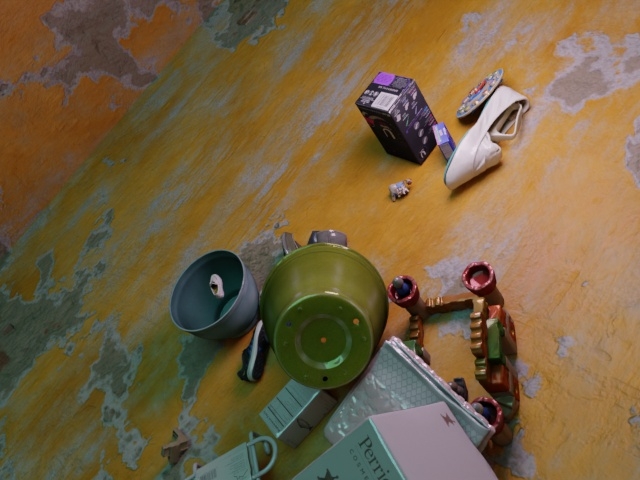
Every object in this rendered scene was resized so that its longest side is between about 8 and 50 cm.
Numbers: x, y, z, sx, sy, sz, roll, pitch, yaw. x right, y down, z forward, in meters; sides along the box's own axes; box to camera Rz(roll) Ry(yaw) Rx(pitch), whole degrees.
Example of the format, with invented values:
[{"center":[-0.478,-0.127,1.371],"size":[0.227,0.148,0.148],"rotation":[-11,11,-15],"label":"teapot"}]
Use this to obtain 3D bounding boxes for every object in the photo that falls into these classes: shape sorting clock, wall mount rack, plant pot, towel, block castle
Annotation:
[{"center":[0.514,-0.478,2.157],"size":[0.206,0.040,0.206],"rotation":[-49,6,7],"label":"shape sorting clock"},{"center":[-0.224,0.699,1.796],"size":[0.349,0.130,0.304],"rotation":[-32,41,11],"label":"wall mount rack"},{"center":[-0.316,0.203,2.170],"size":[0.292,0.196,0.293],"rotation":[-18,50,23],"label":"plant pot"},{"center":[0.007,0.212,1.712],"size":[0.366,0.367,0.353],"rotation":[-37,6,6],"label":"plant pot"},{"center":[0.189,0.440,1.520],"size":[0.332,0.053,0.317],"rotation":[41,108,33],"label":"towel"},{"center":[0.317,0.285,1.668],"size":[0.302,0.213,0.454],"rotation":[-13,52,26],"label":"block castle"}]

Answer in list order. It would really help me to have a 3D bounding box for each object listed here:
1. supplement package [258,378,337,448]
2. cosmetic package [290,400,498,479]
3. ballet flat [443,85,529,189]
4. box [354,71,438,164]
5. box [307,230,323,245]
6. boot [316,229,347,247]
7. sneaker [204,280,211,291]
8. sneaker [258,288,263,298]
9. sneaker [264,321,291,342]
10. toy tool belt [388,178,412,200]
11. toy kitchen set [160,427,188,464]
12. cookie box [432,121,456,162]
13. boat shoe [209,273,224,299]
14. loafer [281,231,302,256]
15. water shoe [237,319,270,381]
[{"center":[-0.062,0.471,1.863],"size":[0.179,0.105,0.105],"rotation":[-47,47,-4],"label":"supplement package"},{"center":[0.131,0.571,1.310],"size":[0.394,0.327,0.330],"rotation":[-46,60,22],"label":"cosmetic package"},{"center":[0.521,-0.314,2.042],"size":[0.139,0.139,0.400],"rotation":[18,66,41],"label":"ballet flat"},{"center":[0.260,-0.395,2.168],"size":[0.165,0.270,0.143],"rotation":[27,76,44],"label":"box"},{"center":[0.000,0.000,2.231],"size":[0.083,0.018,0.067],"rotation":[3,60,36],"label":"box"},{"center":[0.002,0.057,2.107],"size":[0.076,0.189,0.209],"rotation":[121,150,-54],"label":"boot"},{"center":[-0.417,0.168,2.340],"size":[0.240,0.091,0.126],"rotation":[-43,44,1],"label":"sneaker"},{"center":[-0.136,0.149,2.155],"size":[0.135,0.052,0.058],"rotation":[-35,-6,-40],"label":"sneaker"},{"center":[-0.083,0.318,2.012],"size":[0.163,0.086,0.226],"rotation":[-27,55,27],"label":"sneaker"},{"center":[0.264,-0.163,2.159],"size":[0.083,0.052,0.051],"rotation":[-20,80,25],"label":"toy tool belt"},{"center":[-0.461,0.635,2.045],"size":[0.075,0.083,0.068],"rotation":[30,119,44],"label":"toy kitchen set"},{"center":[0.402,-0.309,2.124],"size":[0.040,0.107,0.092],"rotation":[-22,48,20],"label":"cookie box"},{"center":[-0.327,0.138,2.061],"size":[0.035,0.035,0.100],"rotation":[-32,46,11],"label":"boat shoe"},{"center":[-0.065,0.071,2.187],"size":[0.087,0.094,0.251],"rotation":[-17,56,-9],"label":"loafer"},{"center":[-0.213,0.340,2.086],"size":[0.080,0.073,0.203],"rotation":[-9,53,32],"label":"water shoe"}]
